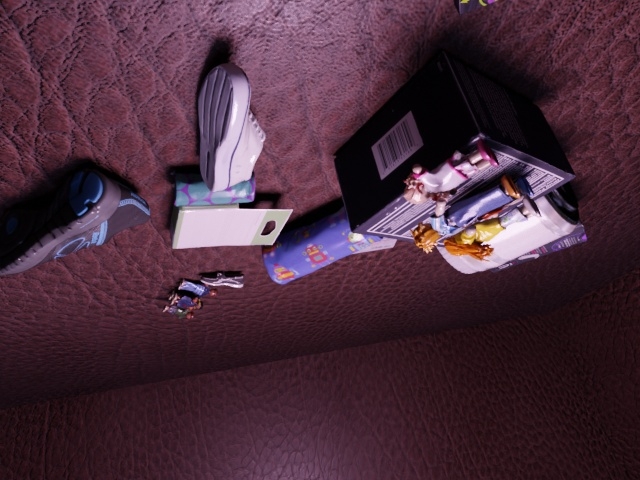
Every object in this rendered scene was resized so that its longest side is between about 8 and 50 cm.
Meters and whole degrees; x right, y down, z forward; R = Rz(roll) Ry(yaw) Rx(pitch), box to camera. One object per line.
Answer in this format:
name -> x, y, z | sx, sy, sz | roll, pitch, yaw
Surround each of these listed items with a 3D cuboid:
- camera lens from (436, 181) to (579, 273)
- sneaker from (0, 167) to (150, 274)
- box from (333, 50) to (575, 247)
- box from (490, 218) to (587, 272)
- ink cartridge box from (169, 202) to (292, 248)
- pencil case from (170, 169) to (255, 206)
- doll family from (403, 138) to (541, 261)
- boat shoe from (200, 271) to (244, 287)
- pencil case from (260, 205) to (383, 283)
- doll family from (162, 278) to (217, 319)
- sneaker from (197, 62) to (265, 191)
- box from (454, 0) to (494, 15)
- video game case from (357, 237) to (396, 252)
camera lens -> 0.413, -0.068, 1.011 | 0.219, 0.219, 0.274 | 10, 147, -40
sneaker -> -0.477, -0.010, 0.826 | 0.341, 0.125, 0.140 | -20, 159, 20
box -> 0.235, -0.136, 0.825 | 0.294, 0.182, 0.296 | 9, 147, -36
box -> 0.582, -0.030, 1.260 | 0.270, 0.143, 0.165 | -25, 153, 26
ink cartridge box -> -0.199, -0.044, 0.966 | 0.235, 0.056, 0.171 | -4, 155, -26
pencil case -> -0.198, -0.100, 0.832 | 0.152, 0.070, 0.064 | -4, 128, -12
doll family -> 0.229, -0.036, 0.681 | 0.163, 0.118, 0.263 | -31, 149, 33
boat shoe -> -0.279, 0.107, 1.267 | 0.125, 0.046, 0.038 | 9, 104, -21
pencil case -> 0.000, 0.000, 1.078 | 0.306, 0.133, 0.119 | -25, 117, 23
doll family -> -0.384, 0.177, 1.317 | 0.111, 0.076, 0.193 | 25, 145, -24
sneaker -> -0.136, -0.177, 0.701 | 0.091, 0.094, 0.258 | -25, 165, -28
box -> 0.244, -0.360, 0.540 | 0.162, 0.029, 0.116 | -20, 154, 12
video game case -> 0.122, -0.013, 1.224 | 0.201, 0.023, 0.183 | -8, 155, -7
